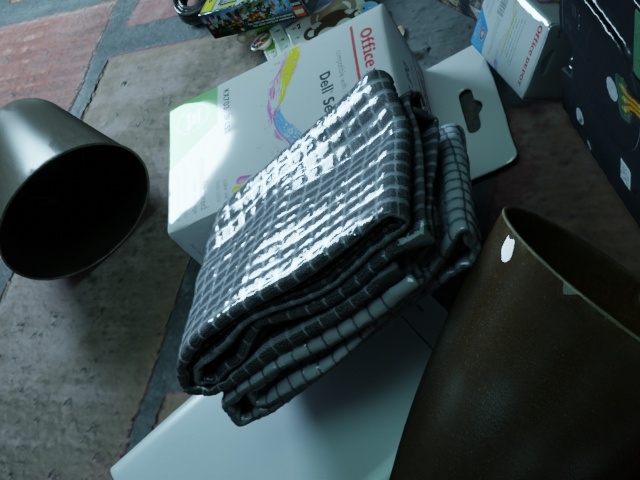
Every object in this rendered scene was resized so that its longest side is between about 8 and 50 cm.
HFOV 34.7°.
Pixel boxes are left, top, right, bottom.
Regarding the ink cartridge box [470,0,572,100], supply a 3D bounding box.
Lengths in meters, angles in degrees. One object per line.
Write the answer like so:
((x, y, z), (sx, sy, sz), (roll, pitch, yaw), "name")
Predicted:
((0.215, -0.213, 1.059), (0.052, 0.088, 0.122), (-3, 40, -22), "ink cartridge box")

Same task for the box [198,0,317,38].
((-0.052, -0.378, 1.380), (0.159, 0.044, 0.233), (-4, 49, 34), "box")

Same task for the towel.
((0.000, 0.000, 0.909), (0.284, 0.121, 0.235), (-38, 23, 26), "towel")

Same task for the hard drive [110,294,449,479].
((-0.018, 0.180, 0.955), (0.353, 0.047, 0.233), (-42, 45, 0), "hard drive")

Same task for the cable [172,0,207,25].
((-0.187, -0.425, 1.543), (0.140, 0.072, 0.287), (-23, 58, -4), "cable")

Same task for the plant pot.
((0.161, 0.130, 0.775), (0.230, 0.215, 0.215), (-56, 42, 16), "plant pot")

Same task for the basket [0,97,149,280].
((-0.344, -0.085, 1.309), (0.204, 0.154, 0.227), (-42, 41, -2), "basket")

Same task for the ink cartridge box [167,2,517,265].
((0.012, -0.115, 1.104), (0.354, 0.119, 0.207), (-24, 46, 17), "ink cartridge box")

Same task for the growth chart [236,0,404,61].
((0.003, -0.251, 1.285), (0.172, 0.021, 0.237), (-37, 45, 3), "growth chart")

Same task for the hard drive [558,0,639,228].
((0.284, -0.100, 0.825), (0.064, 0.237, 0.339), (-17, 46, 0), "hard drive")

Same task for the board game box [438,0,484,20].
((0.127, -0.402, 1.164), (0.141, 0.232, 0.291), (-45, 44, -2), "board game box")
